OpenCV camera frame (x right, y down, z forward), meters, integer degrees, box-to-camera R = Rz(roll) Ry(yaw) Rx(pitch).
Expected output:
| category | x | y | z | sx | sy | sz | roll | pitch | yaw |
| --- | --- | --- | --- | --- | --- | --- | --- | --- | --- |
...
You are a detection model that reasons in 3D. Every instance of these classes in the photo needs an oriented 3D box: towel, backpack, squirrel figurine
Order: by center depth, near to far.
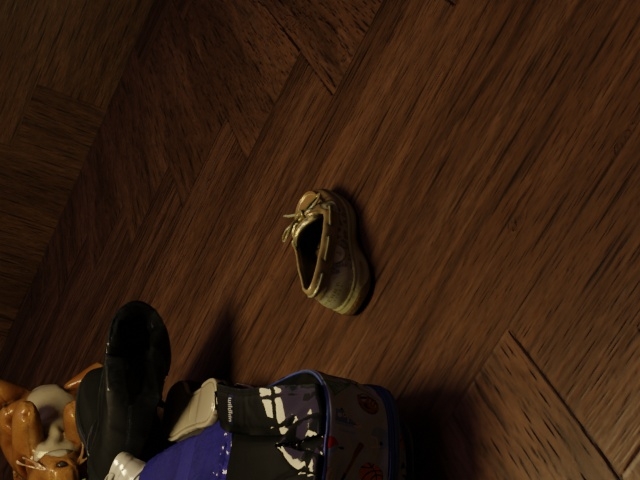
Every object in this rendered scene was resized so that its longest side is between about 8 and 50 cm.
| category | x | y | z | sx | sy | sz | roll | pitch | yaw |
| --- | --- | --- | --- | --- | --- | --- | --- | --- | --- |
| backpack | -0.007 | 0.282 | 1.172 | 0.263 | 0.213 | 0.276 | 135 | 140 | -57 |
| towel | -0.191 | 0.397 | 1.470 | 0.308 | 0.076 | 0.227 | -34 | 35 | 45 |
| squirrel figurine | -0.593 | 0.527 | 2.208 | 0.370 | 0.281 | 0.396 | 53 | 135 | 49 |

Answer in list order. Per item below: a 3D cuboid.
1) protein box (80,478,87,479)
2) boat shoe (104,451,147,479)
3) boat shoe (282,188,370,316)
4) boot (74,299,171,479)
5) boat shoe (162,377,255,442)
| category | x | y | z | sx | sy | sz | roll | pitch | yaw |
| --- | --- | --- | --- | --- | --- | --- | --- | --- | --- |
| protein box | -0.518 | 0.605 | 1.926 | 0.200 | 0.135 | 0.201 | -26 | 16 | -6 |
| boat shoe | -0.339 | 0.438 | 1.729 | 0.095 | 0.084 | 0.258 | -42 | -13 | -40 |
| boat shoe | 0.000 | 0.000 | 1.497 | 0.104 | 0.089 | 0.285 | -61 | 26 | 22 |
| boot | -0.379 | 0.273 | 1.858 | 0.445 | 0.146 | 0.367 | 103 | 154 | -45 |
| boat shoe | -0.190 | 0.297 | 1.698 | 0.335 | 0.096 | 0.112 | 154 | 128 | -64 |
